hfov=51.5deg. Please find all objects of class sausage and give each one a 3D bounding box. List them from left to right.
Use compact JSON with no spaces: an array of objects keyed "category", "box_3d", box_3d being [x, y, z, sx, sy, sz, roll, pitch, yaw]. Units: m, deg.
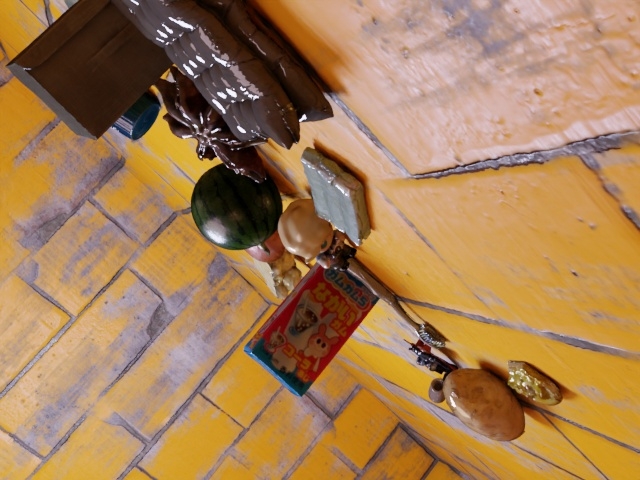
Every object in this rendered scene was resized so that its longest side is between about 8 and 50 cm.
[{"category":"sausage","box_3d":[-0.193,-0.047,1.704,0.259,0.113,0.113,47,166,-18]}]

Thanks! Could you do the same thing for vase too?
[{"category":"vase","box_3d":[0.332,0.424,1.878,0.053,0.053,0.101,35,162,24]}]

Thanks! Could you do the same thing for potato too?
[{"category":"potato","box_3d":[0.359,0.350,1.411,0.234,0.128,0.161,39,-176,-12]}]

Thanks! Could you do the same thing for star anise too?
[{"category":"star anise","box_3d":[-0.196,-0.207,1.213,0.288,0.088,0.288,32,155,17]}]

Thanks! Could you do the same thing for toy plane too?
[{"category":"toy plane","box_3d":[0.278,0.293,1.567,0.189,0.061,0.130,46,166,-21]}]

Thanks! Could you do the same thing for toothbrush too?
[{"category":"toothbrush","box_3d":[0.117,0.097,1.447,0.413,0.035,0.042,42,147,-5]}]

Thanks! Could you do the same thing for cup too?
[{"category":"cup","box_3d":[-0.467,-0.327,1.578,0.155,0.131,0.176,37,-163,3]}]

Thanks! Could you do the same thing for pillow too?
[{"category":"pillow","box_3d":[-0.144,-0.259,0.869,0.326,0.101,0.228,48,167,-22]}]

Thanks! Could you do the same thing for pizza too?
[{"category":"pizza","box_3d":[0.383,0.265,1.218,0.099,0.036,0.160,42,167,-4]}]

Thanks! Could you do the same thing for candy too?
[{"category":"candy","box_3d":[-0.013,0.179,1.485,0.157,0.306,0.100,43,165,-10]}]

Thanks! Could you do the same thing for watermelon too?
[{"category":"watermelon","box_3d":[-0.169,-0.060,1.385,0.215,0.188,0.188,61,168,2]}]

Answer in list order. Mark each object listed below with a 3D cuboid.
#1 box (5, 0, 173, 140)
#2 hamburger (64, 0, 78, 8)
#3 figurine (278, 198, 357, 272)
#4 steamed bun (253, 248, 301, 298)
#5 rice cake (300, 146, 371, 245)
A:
[{"category":"box","box_3d":[-0.325,-0.286,1.000,0.149,0.231,0.155,48,165,-29]},{"category":"hamburger","box_3d":[-0.394,-0.411,1.177,0.133,0.062,0.140,44,166,-29]},{"category":"figurine","box_3d":[0.000,0.000,1.306,0.196,0.114,0.108,41,169,-38]},{"category":"steamed bun","box_3d":[-0.123,0.055,1.867,0.192,0.106,0.178,47,160,39]},{"category":"rice cake","box_3d":[0.028,-0.073,1.118,0.124,0.038,0.211,37,166,16]}]
